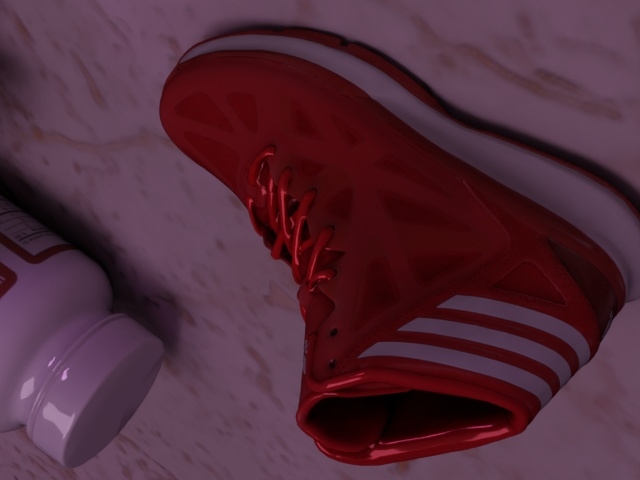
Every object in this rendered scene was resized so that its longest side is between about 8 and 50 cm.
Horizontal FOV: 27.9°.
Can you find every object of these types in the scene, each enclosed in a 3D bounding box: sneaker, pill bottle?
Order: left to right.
[{"bbox_3d":[-0.204,0.036,0.764,0.216,0.121,0.121,34,148,14],"label":"pill bottle"},{"bbox_3d":[0.000,0.000,0.486,0.221,0.128,0.087,22,143,29],"label":"sneaker"}]
